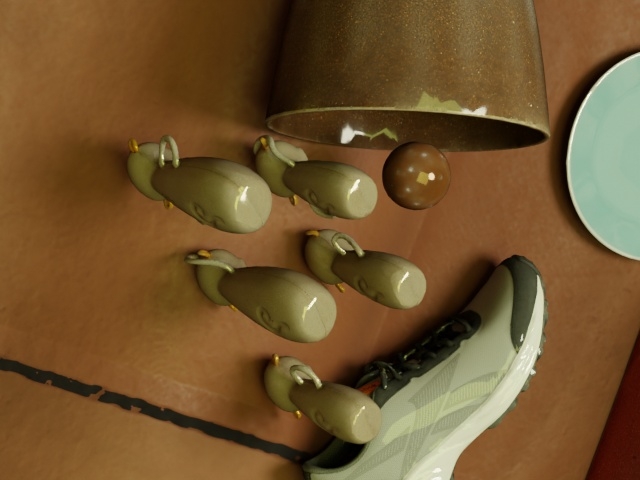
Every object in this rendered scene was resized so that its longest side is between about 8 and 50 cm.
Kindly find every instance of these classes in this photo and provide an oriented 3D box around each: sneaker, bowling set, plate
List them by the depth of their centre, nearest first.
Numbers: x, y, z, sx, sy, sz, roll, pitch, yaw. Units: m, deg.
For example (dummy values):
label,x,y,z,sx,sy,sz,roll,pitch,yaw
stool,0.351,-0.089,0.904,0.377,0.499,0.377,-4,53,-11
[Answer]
label,x,y,z,sx,sy,sz,roll,pitch,yaw
bowling set,0.000,0.000,1.322,0.200,0.154,0.287,-38,123,-24
sneaker,0.090,0.122,1.390,0.108,0.100,0.271,37,87,-17
plate,0.294,-0.075,1.464,0.188,0.024,0.188,-3,100,-18

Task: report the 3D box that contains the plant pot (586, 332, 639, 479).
label,x,y,z,sx,sy,sz,roll,pitch,yaw
plant pot,0.420,0.198,1.446,0.267,0.236,0.267,18,94,-22

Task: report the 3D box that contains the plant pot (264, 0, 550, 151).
label,x,y,z,sx,sy,sz,roll,pitch,yaw
plant pot,0.072,-0.195,1.282,0.215,0.215,0.230,5,85,-20
